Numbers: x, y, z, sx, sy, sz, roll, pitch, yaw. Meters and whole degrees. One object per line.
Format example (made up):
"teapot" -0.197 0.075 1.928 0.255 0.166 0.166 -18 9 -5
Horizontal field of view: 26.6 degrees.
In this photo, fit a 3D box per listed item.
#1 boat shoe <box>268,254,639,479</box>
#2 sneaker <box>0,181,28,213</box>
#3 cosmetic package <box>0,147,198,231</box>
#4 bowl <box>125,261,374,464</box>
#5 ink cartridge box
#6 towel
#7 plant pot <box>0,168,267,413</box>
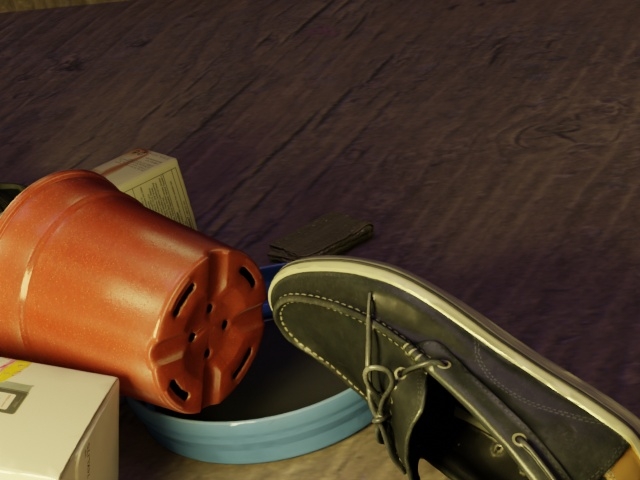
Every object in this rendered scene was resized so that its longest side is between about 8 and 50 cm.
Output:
"boat shoe" 0.118 0.168 1.459 0.500 0.187 0.156 30 57 30
"sneaker" -0.575 -0.038 2.386 0.087 0.130 0.227 -9 -2 18
"cosmetic package" -0.360 -0.018 2.158 0.296 0.153 0.129 -28 28 -32
"bowl" -0.063 0.153 1.758 0.391 0.077 0.391 -10 26 5
"ink cartridge box" -0.376 0.258 1.483 0.270 0.198 0.197 9 29 7
"towel" 0.000 0.000 2.094 0.148 0.027 0.110 -31 30 -30
"plant pot" -0.226 0.075 1.635 0.265 0.272 0.272 17 38 34
